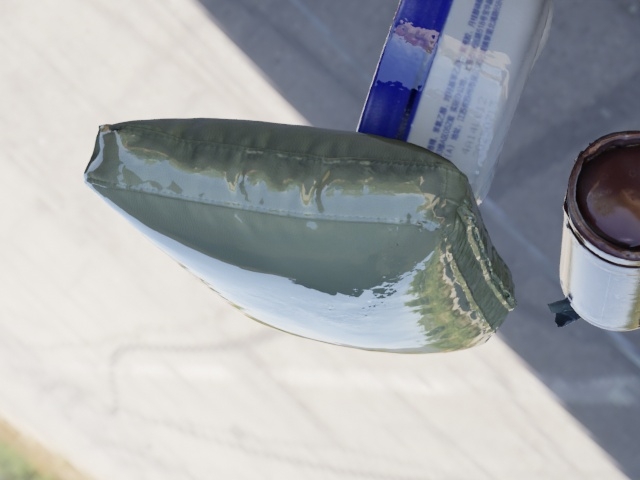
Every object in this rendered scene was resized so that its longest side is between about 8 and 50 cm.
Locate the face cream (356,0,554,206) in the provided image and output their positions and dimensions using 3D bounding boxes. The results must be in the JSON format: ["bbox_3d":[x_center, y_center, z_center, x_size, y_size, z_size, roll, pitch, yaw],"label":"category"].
[{"bbox_3d":[0.099,-0.121,1.342,0.111,0.206,0.206,21,167,3],"label":"face cream"}]

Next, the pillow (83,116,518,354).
[{"bbox_3d":[0.000,0.000,1.246,0.255,0.120,0.322,9,168,15],"label":"pillow"}]

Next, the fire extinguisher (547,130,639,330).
[{"bbox_3d":[0.217,0.007,1.312,0.105,0.105,0.269,40,171,15],"label":"fire extinguisher"}]
